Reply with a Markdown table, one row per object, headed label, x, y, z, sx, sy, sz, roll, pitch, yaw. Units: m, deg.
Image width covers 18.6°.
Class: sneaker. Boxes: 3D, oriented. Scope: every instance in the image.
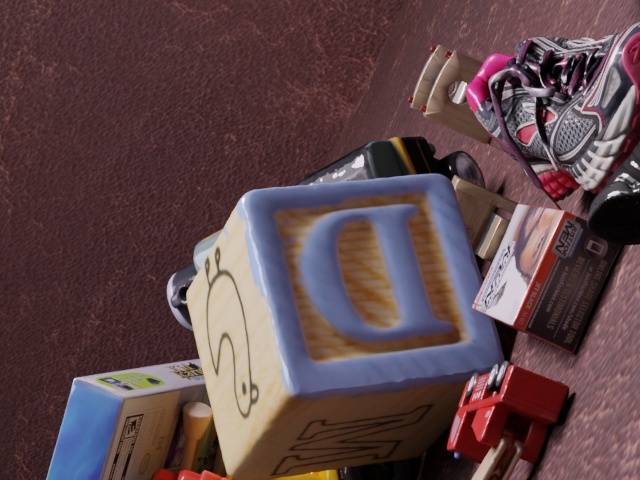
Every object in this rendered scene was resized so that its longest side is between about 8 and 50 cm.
| label | x | y | z | sx | sy | sz | roll | pitch | yaw |
| --- | --- | --- | --- | --- | --- | --- | --- | --- | --- |
| sneaker | 0.233 | -0.067 | 1.260 | 0.170 | 0.051 | 0.089 | -48 | 18 | 56 |
| sneaker | 0.181 | -0.102 | 1.426 | 0.121 | 0.112 | 0.299 | -52 | 4 | -13 |

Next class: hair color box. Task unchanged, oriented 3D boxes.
| label | x | y | z | sx | sy | sz | roll | pitch | yaw |
| --- | --- | --- | --- | --- | --- | --- | --- | --- | --- |
| hair color box | 0.166 | 0.025 | 1.455 | 0.167 | 0.053 | 0.093 | -161 | 95 | -83 |

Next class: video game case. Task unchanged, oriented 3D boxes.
| label | x | y | z | sx | sy | sz | roll | pitch | yaw |
| --- | --- | --- | --- | --- | --- | --- | --- | --- | --- |
| video game case | -0.180 | 0.251 | 1.830 | 0.244 | 0.061 | 0.270 | -1 | -70 | -65 |

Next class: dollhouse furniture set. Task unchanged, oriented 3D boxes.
| label | x | y | z | sx | sy | sz | roll | pitch | yaw |
| --- | --- | --- | --- | --- | --- | --- | --- | --- | --- |
| dollhouse furniture set | 0.129 | -0.067 | 1.763 | 0.129 | 0.129 | 0.184 | -114 | 48 | -82 |

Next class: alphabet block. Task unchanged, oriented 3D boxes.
| label | x | y | z | sx | sy | sz | roll | pitch | yaw |
| --- | --- | --- | --- | --- | --- | --- | --- | --- | --- |
| alphabet block | 0.016 | 0.074 | 1.640 | 0.197 | 0.193 | 0.192 | 122 | 139 | -57 |

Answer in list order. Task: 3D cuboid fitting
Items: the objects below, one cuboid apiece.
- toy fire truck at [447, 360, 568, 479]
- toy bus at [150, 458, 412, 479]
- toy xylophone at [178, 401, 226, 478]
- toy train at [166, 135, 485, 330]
| label | x | y | z | sx | sy | sz | roll | pitch | yaw |
| --- | --- | --- | --- | --- | --- | --- | --- | --- | --- |
| toy fire truck | 0.123 | 0.156 | 1.364 | 0.192 | 0.047 | 0.135 | 137 | 155 | -76 |
| toy bus | -0.045 | 0.235 | 1.750 | 0.149 | 0.211 | 0.220 | 125 | 169 | -67 |
| toy xylophone | -0.057 | 0.222 | 1.898 | 0.236 | 0.081 | 0.323 | -34 | -41 | -53 |
| toy train | 0.000 | 0.000 | 1.927 | 0.334 | 0.142 | 0.190 | -27 | -11 | 31 |
